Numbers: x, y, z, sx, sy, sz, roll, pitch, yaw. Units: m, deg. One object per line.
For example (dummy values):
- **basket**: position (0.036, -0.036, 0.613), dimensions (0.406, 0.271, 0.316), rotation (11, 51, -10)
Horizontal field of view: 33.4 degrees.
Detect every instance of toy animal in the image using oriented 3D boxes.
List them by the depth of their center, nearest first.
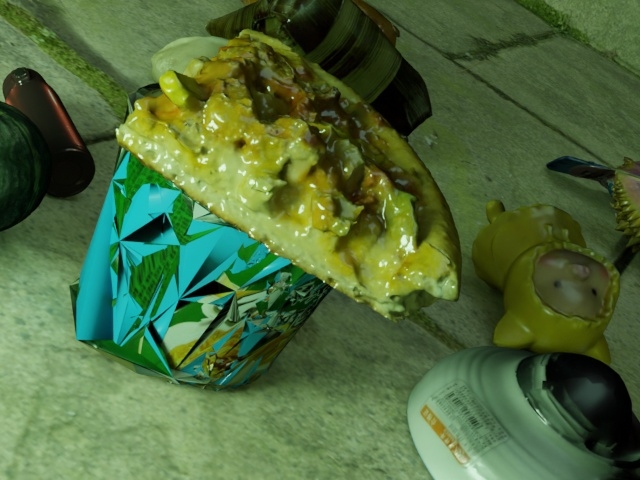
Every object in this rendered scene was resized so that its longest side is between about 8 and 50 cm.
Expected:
- **toy animal**: position (0.256, 0.041, 1.248), dimensions (0.156, 0.156, 0.229), rotation (18, 38, -23)

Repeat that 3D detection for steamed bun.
- **steamed bun**: position (-0.075, -0.185, 1.330), dimensions (0.231, 0.110, 0.212), rotation (44, 28, 22)

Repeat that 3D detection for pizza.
- **pizza**: position (0.008, -0.069, 0.826), dimensions (0.258, 0.087, 0.268), rotation (34, 24, -1)

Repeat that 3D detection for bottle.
- **bottle**: position (-0.271, -0.112, 1.042), dimensions (0.060, 0.060, 0.164), rotation (8, 32, -38)

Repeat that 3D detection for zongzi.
- **zongzi**: position (-0.012, -0.240, 1.507), dimensions (0.286, 0.134, 0.288), rotation (45, -24, -27)

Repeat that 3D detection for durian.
- **durian**: position (0.559, 0.009, 1.658), dimensions (0.341, 0.112, 0.191), rotation (42, 11, 0)

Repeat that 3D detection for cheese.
- **cheese**: position (0.528, -0.097, 1.810), dimensions (0.286, 0.074, 0.189), rotation (15, -10, -9)

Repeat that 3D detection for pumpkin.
- **pumpkin**: position (-0.298, -0.063, 0.845), dimensions (0.167, 0.125, 0.167), rotation (27, 1, -1)

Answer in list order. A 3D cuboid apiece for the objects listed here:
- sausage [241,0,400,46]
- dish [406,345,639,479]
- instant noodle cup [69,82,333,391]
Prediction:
- **sausage**: position (-0.001, -0.366, 1.745), dimensions (0.271, 0.108, 0.109), rotation (20, 27, -15)
- **dish**: position (0.230, 0.170, 0.978), dimensions (0.273, 0.133, 0.273), rotation (25, 27, -14)
- **instant noodle cup**: position (-0.086, 0.003, 0.887), dimensions (0.240, 0.178, 0.240), rotation (24, 26, -13)
